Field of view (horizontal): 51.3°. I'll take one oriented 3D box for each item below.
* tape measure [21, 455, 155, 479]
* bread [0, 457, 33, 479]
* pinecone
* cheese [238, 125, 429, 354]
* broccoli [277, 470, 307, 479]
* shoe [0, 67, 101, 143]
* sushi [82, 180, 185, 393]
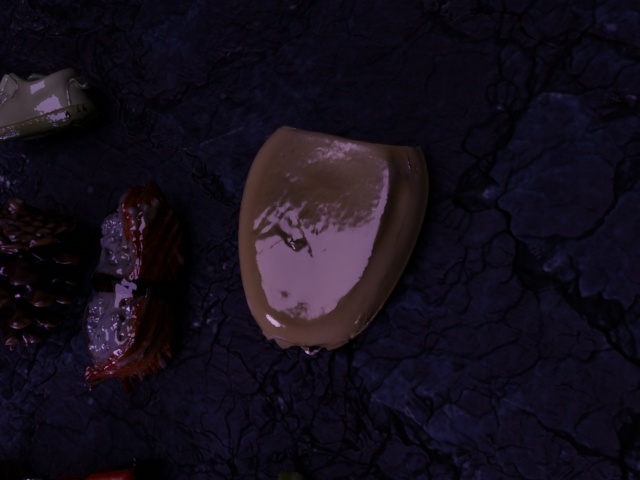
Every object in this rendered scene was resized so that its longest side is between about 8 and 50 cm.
[{"bbox_3d":[-0.369,0.459,0.981,0.260,0.114,0.253,-6,78,-5],"label":"tape measure"},{"bbox_3d":[-0.604,0.575,1.111,0.165,0.113,0.416,39,97,23],"label":"bread"},{"bbox_3d":[-0.515,0.057,1.090,0.264,0.264,0.264,-4,79,24],"label":"pinecone"},{"bbox_3d":[0.000,0.000,0.922,0.260,0.128,0.315,14,89,24],"label":"cheese"},{"bbox_3d":[-0.004,0.448,0.854,0.165,0.145,0.304,-30,58,13],"label":"broccoli"},{"bbox_3d":[-0.515,-0.236,1.204,0.262,0.140,0.128,-4,89,19],"label":"shoe"},{"bbox_3d":[-0.292,0.075,1.047,0.130,0.124,0.332,-3,78,34],"label":"sushi"}]
